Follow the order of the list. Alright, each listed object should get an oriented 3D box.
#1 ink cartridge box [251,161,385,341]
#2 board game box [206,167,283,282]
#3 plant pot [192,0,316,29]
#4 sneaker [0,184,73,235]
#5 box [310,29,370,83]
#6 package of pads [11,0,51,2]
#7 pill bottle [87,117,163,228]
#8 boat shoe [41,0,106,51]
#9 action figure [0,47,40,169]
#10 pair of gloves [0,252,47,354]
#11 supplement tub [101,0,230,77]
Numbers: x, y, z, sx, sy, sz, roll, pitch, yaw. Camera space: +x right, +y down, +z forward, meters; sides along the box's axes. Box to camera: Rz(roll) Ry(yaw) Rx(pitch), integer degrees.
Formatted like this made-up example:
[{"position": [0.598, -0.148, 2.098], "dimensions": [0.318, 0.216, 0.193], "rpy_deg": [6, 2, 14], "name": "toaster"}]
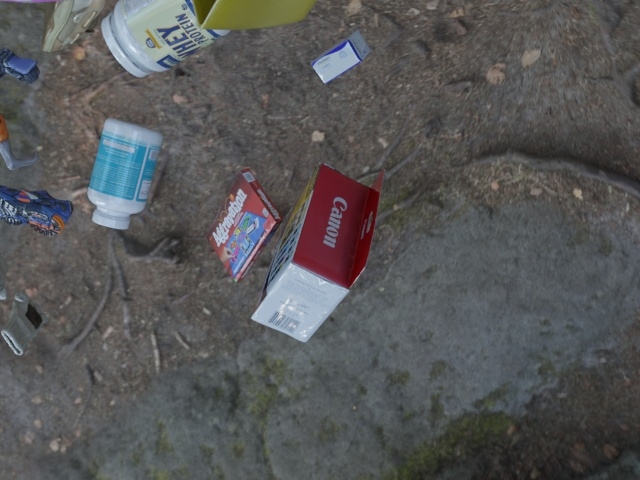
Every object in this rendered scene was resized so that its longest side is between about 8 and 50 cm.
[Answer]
[{"position": [0.000, 0.000, 1.304], "dimensions": [0.130, 0.309, 0.271], "rpy_deg": [26, 133, -11], "name": "ink cartridge box"}, {"position": [-0.182, -0.028, 1.475], "dimensions": [0.145, 0.027, 0.281], "rpy_deg": [55, 142, 14], "name": "board game box"}, {"position": [-0.089, -0.471, 1.029], "dimensions": [0.212, 0.187, 0.212], "rpy_deg": [-40, 58, 46], "name": "plant pot"}, {"position": [-0.654, -0.078, 1.434], "dimensions": [0.221, 0.087, 0.083], "rpy_deg": [21, 132, 10], "name": "sneaker"}, {"position": [0.059, -0.512, 1.778], "dimensions": [0.126, 0.137, 0.072], "rpy_deg": [-26, 108, 29], "name": "box"}, {"position": [-0.218, -0.266, 0.538], "dimensions": [0.297, 0.229, 0.101], "rpy_deg": [22, 124, 35], "name": "package of pads"}, {"position": [-0.500, -0.166, 1.614], "dimensions": [0.146, 0.146, 0.263], "rpy_deg": [18, 96, 12], "name": "pill bottle"}, {"position": [-0.569, -0.505, 1.462], "dimensions": [0.341, 0.110, 0.121], "rpy_deg": [-1, 86, 60], "name": "boat shoe"}, {"position": [-0.626, -0.247, 1.091], "dimensions": [0.342, 0.178, 0.330], "rpy_deg": [16, 143, 27], "name": "action figure"}, {"position": [-0.727, 0.129, 1.490], "dimensions": [0.042, 0.204, 0.240], "rpy_deg": [-26, 106, -3], "name": "pair of gloves"}, {"position": [-0.447, -0.644, 1.868], "dimensions": [0.325, 0.235, 0.235], "rpy_deg": [-25, 101, 18], "name": "supplement tub"}]
